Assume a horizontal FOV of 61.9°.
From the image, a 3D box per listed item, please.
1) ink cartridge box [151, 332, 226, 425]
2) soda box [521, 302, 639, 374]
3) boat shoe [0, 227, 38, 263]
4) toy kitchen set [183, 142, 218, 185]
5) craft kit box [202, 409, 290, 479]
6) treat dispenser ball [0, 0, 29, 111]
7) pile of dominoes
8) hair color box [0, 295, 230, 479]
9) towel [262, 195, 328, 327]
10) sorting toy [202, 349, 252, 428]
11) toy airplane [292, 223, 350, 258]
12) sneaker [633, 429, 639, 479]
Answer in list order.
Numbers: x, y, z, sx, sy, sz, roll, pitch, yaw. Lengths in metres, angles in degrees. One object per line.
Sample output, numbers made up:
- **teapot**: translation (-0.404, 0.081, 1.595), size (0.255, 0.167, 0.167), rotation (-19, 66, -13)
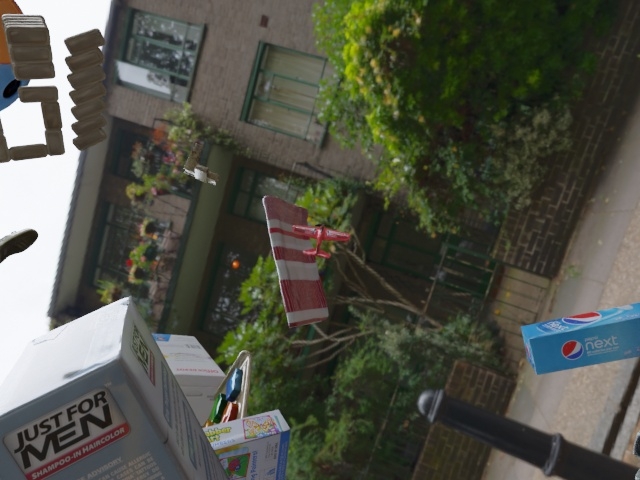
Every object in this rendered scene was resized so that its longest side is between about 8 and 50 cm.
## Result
- **ink cartridge box**: translation (-0.420, 0.400, 1.545), size (0.171, 0.233, 0.168), rotation (15, -79, -41)
- **soda box**: translation (0.470, 0.171, 0.933), size (0.067, 0.210, 0.071), rotation (-56, -49, -77)
- **boat shoe**: translation (-0.754, 0.011, 1.284), size (0.153, 0.048, 0.056), rotation (-36, -31, -2)
- **toy kitchen set**: translation (-0.279, -0.190, 1.295), size (0.068, 0.083, 0.075), rotation (127, 165, -73)
- **craft kit box**: translation (-0.176, 0.394, 0.810), size (0.247, 0.061, 0.249), rotation (-6, -63, -29)
- **treat dispenser ball**: translation (-0.690, -0.368, 0.988), size (0.288, 0.288, 0.288), rotation (19, -90, -78)
- **pile of dominoes**: translation (-0.458, -0.244, 0.881), size (0.196, 0.040, 0.251), rotation (-13, -35, -28)
- **hair color box**: translation (-0.148, 0.257, 0.502), size (0.374, 0.114, 0.185), rotation (68, 167, -15)
- **towel**: translation (-0.059, 0.055, 1.395), size (0.237, 0.037, 0.328), rotation (11, -115, -69)
- **sorting toy**: translation (-0.238, 0.431, 1.247), size (0.307, 0.041, 0.229), rotation (-57, 24, 31)
- **toy airplane**: translation (0.000, 0.000, 1.336), size (0.151, 0.151, 0.028), rotation (-54, -24, -54)
- **sneaker**: translation (0.507, 0.178, 0.698), size (0.146, 0.122, 0.330), rotation (5, -79, -37)
